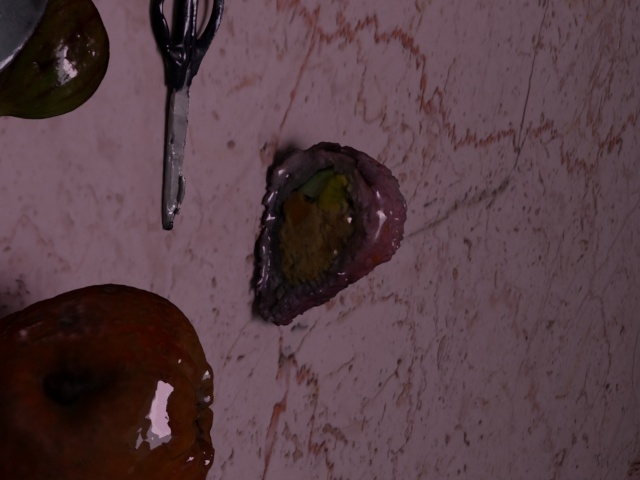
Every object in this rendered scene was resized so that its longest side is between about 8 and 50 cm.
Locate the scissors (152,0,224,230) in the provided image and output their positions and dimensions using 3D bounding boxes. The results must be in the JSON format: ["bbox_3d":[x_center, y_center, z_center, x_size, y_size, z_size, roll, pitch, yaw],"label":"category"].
[{"bbox_3d":[-0.151,-0.154,1.660,0.109,0.022,0.300,-15,115,-54],"label":"scissors"}]

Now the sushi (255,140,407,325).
[{"bbox_3d":[0.018,0.001,1.882,0.107,0.161,0.241,-1,102,-62],"label":"sushi"}]

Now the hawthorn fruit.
[{"bbox_3d":[-0.219,0.165,1.425,0.258,0.262,0.258,19,67,-55],"label":"hawthorn fruit"}]

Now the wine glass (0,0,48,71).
[{"bbox_3d":[-0.372,-0.284,0.990,0.267,0.267,0.406,-57,140,-32],"label":"wine glass"}]

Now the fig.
[{"bbox_3d":[-0.259,-0.159,1.386,0.155,0.103,0.109,-42,101,-31],"label":"fig"}]
